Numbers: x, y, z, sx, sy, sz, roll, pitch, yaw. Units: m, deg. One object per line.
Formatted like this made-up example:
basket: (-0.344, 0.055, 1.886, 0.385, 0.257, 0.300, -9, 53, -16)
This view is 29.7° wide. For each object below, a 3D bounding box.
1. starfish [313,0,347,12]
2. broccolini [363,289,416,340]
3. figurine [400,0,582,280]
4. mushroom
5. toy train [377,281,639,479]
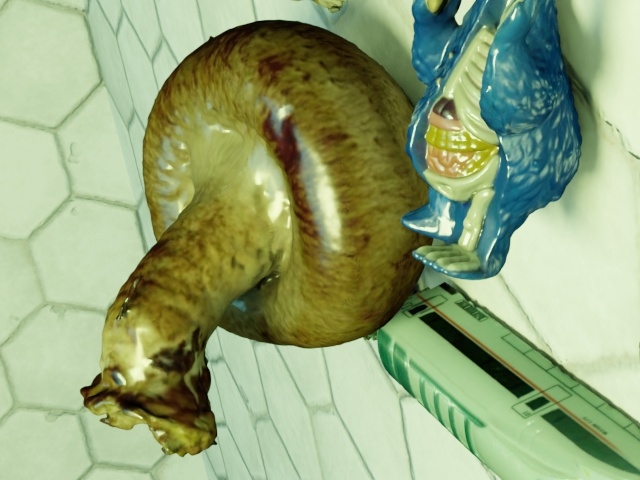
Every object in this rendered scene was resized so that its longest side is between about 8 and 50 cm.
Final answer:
starfish: (-0.100, -0.295, 0.761, 0.324, 0.432, 0.082, 1, 66, 58)
broccolini: (-0.002, -0.004, 1.366, 0.392, 0.074, 0.078, -134, 37, -51)
figurine: (0.125, -0.102, 0.830, 0.164, 0.121, 0.262, -110, 25, -50)
mushroom: (-0.083, -0.023, 1.115, 0.331, 0.356, 0.334, -154, 50, -69)
toy train: (0.171, 0.154, 0.982, 0.407, 0.088, 0.086, 39, 144, 59)
